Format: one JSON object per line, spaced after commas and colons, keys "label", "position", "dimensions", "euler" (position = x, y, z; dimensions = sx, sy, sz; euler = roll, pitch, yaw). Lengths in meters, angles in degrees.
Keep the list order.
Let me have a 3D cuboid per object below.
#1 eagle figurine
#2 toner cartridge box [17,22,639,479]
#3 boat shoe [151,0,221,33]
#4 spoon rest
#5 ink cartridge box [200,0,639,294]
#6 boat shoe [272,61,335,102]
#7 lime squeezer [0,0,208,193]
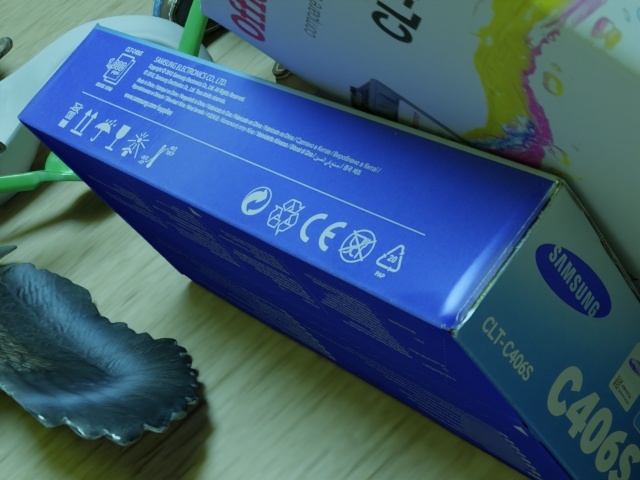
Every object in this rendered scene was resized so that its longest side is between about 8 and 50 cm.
{"label": "eagle figurine", "position": [-0.230, 0.059, 0.727], "dimensions": [0.298, 0.225, 0.226], "euler": [58, 132, 25]}
{"label": "toner cartridge box", "position": [0.000, 0.000, 0.608], "dimensions": [0.348, 0.165, 0.075], "euler": [25, 74, 46]}
{"label": "boat shoe", "position": [-0.057, -0.223, 1.003], "dimensions": [0.183, 0.066, 0.066], "euler": [-44, 40, -18]}
{"label": "spoon rest", "position": [-0.219, -0.098, 0.951], "dimensions": [0.276, 0.084, 0.137], "euler": [-25, 36, 5]}
{"label": "ink cartridge box", "position": [0.108, -0.084, 0.465], "dimensions": [0.131, 0.306, 0.226], "euler": [-57, -2, -10]}
{"label": "boat shoe", "position": [0.033, -0.137, 0.733], "dimensions": [0.110, 0.104, 0.307], "euler": [-51, 18, -15]}
{"label": "lime squeezer", "position": [-0.162, -0.082, 0.871], "dimensions": [0.310, 0.110, 0.059], "euler": [-34, 23, 5]}
